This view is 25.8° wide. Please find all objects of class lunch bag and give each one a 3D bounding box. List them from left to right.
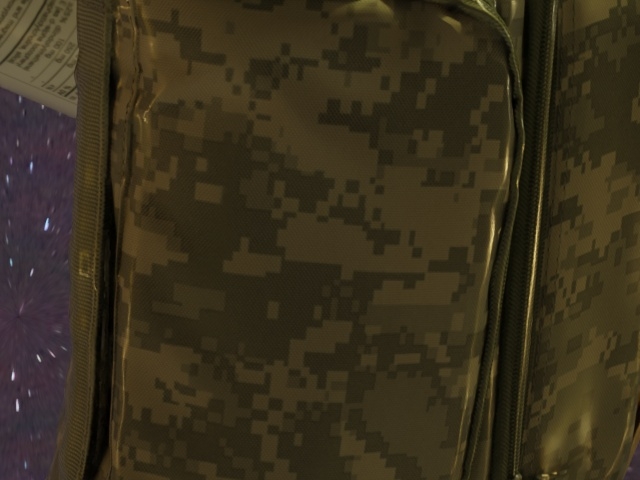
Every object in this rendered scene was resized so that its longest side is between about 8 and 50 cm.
[{"bbox_3d":[0.000,0.000,0.623,0.256,0.212,0.305,-7,-70,-37],"label":"lunch bag"}]

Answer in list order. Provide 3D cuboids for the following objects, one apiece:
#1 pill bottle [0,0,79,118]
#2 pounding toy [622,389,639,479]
[{"bbox_3d":[-0.158,-0.163,0.813,0.283,0.160,0.160,22,-98,-32],"label":"pill bottle"},{"bbox_3d":[0.124,0.109,0.847,0.181,0.094,0.206,29,-96,-52],"label":"pounding toy"}]
